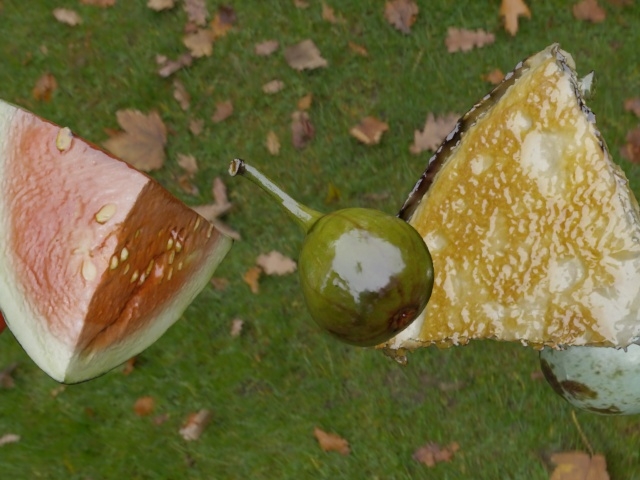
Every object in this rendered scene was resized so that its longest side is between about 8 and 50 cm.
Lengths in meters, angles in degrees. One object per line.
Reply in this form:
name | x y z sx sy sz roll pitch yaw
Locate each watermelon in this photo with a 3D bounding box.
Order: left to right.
watermelon | -0.106 -0.015 0.506 0.135 0.094 0.125 51 53 -4

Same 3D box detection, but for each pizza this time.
pizza | 0.227 -0.046 1.316 0.435 0.080 0.391 -7 67 44

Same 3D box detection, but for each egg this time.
egg | 0.374 0.118 1.314 0.231 0.169 0.169 -20 64 5

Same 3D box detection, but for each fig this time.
fig | 0.000 0.000 1.018 0.236 0.124 0.124 39 79 28

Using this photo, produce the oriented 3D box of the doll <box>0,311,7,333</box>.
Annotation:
doll | -0.355 0.067 0.770 0.363 0.160 0.182 -22 87 -9
